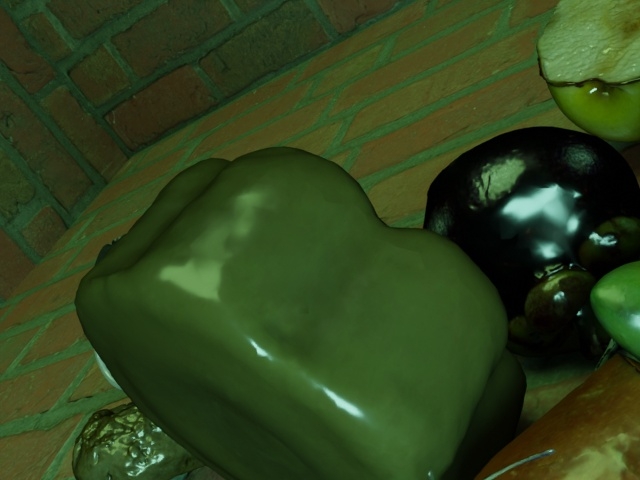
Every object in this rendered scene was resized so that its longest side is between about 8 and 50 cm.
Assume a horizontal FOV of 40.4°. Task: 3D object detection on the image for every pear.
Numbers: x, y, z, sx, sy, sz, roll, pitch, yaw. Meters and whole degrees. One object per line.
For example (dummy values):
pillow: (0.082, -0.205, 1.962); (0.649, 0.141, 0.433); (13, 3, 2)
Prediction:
pear: (0.506, -0.276, 1.266); (0.340, 0.191, 0.386); (12, 56, 51)

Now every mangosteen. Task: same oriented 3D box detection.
mangosteen: (0.264, 0.008, 1.039); (0.287, 0.287, 0.233); (-31, -6, 15)

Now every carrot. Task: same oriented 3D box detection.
carrot: (0.215, 0.230, 0.683); (0.331, 0.214, 0.193); (-41, 51, -2)

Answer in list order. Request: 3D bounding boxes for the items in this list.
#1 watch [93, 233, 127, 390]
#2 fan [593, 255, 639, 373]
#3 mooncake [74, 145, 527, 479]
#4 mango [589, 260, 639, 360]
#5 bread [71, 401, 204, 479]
watch: (-0.221, 0.107, 1.352); (0.231, 0.244, 0.196); (-6, -22, -45)
fan: (0.338, 0.031, 0.893); (0.011, 0.229, 0.335); (19, 50, 27)
mooncake: (-0.015, 0.117, 0.925); (0.467, 0.467, 0.262); (-4, 42, 54)
mango: (0.353, 0.082, 0.761); (0.137, 0.237, 0.091); (-49, -12, -48)
bread: (-0.252, 0.291, 1.271); (0.230, 0.123, 0.230); (-16, -9, -3)
